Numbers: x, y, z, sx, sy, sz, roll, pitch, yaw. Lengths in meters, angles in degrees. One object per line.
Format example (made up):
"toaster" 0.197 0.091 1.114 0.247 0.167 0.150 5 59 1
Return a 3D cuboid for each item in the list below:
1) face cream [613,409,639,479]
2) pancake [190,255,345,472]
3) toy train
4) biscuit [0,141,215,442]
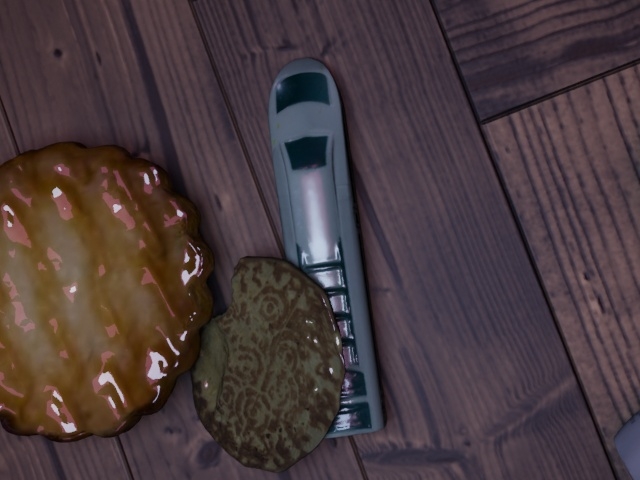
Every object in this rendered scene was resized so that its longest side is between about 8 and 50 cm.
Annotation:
"face cream" 0.356 0.208 1.048 0.104 0.117 0.117 -33 84 15
"pancake" -0.061 0.129 1.105 0.235 0.029 0.212 -41 67 35
"toy train" 0.000 0.000 1.124 0.086 0.088 0.407 -8 86 7
"biscuit" -0.261 0.054 1.151 0.325 0.107 0.326 -1 84 13
